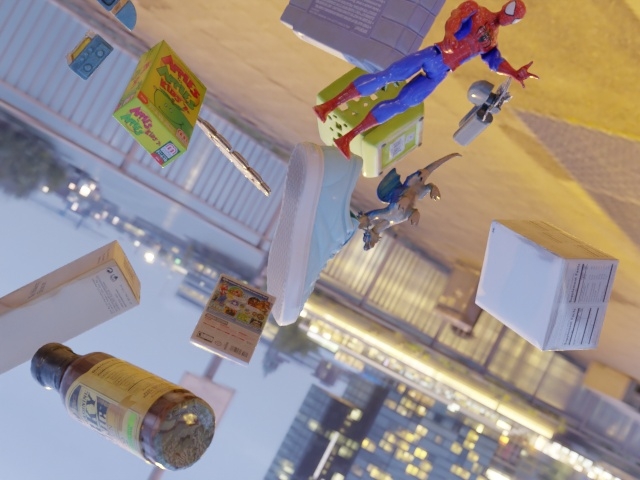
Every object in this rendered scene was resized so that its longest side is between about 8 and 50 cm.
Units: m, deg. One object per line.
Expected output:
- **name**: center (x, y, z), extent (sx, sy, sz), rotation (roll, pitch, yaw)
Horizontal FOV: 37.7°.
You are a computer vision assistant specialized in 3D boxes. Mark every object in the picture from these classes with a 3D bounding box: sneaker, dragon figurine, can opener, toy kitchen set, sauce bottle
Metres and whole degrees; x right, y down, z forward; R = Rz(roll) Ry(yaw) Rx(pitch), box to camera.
- **sneaker**: center (0.000, 0.000, 1.725), extent (0.150, 0.366, 0.135), rotation (3, -150, -20)
- **dragon figurine**: center (0.179, -0.102, 2.031), extent (0.085, 0.289, 0.144), rotation (45, 160, -27)
- **can opener**: center (0.356, -0.297, 2.105), extent (0.093, 0.074, 0.280), rotation (29, 162, 0)
- **toy kitchen set**: center (-0.440, -0.409, 1.660), extent (0.207, 0.166, 0.122), rotation (41, -178, -32)
- **sauce bottle**: center (-0.297, 0.226, 1.346), extent (0.344, 0.112, 0.111), rotation (13, 167, 43)

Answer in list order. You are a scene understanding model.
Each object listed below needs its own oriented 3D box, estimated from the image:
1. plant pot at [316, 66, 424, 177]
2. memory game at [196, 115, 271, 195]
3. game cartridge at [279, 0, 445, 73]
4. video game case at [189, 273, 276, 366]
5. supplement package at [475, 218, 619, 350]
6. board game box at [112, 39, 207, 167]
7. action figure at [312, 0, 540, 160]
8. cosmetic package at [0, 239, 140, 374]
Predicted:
- **plant pot**: center (0.141, -0.311, 2.428), extent (0.207, 0.227, 0.228), rotation (49, 167, 20)
- **memory game**: center (-0.148, -0.144, 1.596), extent (0.186, 0.012, 0.186), rotation (46, 176, 4)
- **game cartridge**: center (0.077, -0.407, 1.541), extent (0.068, 0.230, 0.355), rotation (18, -167, -36)
- **video game case**: center (-0.120, 0.109, 1.301), extent (0.087, 0.122, 0.011), rotation (24, 139, -2)
- **supplement package**: center (0.474, 0.090, 1.998), extent (0.145, 0.204, 0.262), rotation (1, -162, -24)
- **board game box**: center (-0.204, -0.181, 1.217), extent (0.092, 0.043, 0.181), rotation (48, -156, -25)
- **action figure**: center (0.136, -0.192, 1.102), extent (0.091, 0.280, 0.139), rotation (54, -178, -28)
- **cosmetic package**: center (-0.516, 0.129, 1.846), extent (0.113, 0.309, 0.160), rotation (65, 176, -16)
